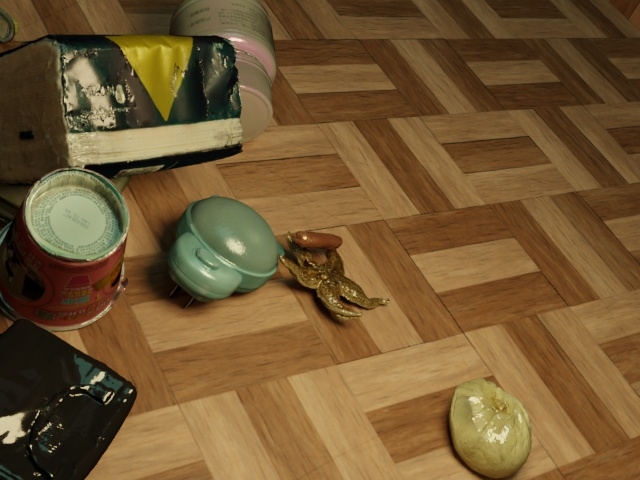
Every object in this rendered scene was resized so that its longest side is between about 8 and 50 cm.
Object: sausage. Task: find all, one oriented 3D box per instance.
[{"bbox_3d":[0.000,0.000,1.898,0.042,0.036,0.158,53,23,20],"label":"sausage"}]

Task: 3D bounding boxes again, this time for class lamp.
[{"bbox_3d":[-0.186,0.016,1.777,0.209,0.147,0.284,38,43,3],"label":"lamp"}]

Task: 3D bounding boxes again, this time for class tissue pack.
[{"bbox_3d":[-0.368,-0.242,1.724,0.264,0.254,0.416,-1,8,41],"label":"tissue pack"}]

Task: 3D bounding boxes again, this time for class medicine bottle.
[{"bbox_3d":[-0.218,-0.391,2.114,0.241,0.241,0.302,7,53,-22],"label":"medicine bottle"}]

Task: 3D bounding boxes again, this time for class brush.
[{"bbox_3d":[-0.782,-0.537,2.113,0.296,0.068,0.060,36,21,13],"label":"brush"}]

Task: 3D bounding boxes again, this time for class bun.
[{"bbox_3d":[0.316,0.340,1.734,0.164,0.111,0.188,14,45,-11],"label":"bun"}]

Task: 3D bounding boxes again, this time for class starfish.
[{"bbox_3d":[0.016,0.068,1.888,0.277,0.062,0.236,20,34,-28],"label":"starfish"}]

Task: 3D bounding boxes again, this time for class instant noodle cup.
[{"bbox_3d":[-0.418,0.007,1.539,0.243,0.255,0.244,9,66,-20],"label":"instant noodle cup"}]

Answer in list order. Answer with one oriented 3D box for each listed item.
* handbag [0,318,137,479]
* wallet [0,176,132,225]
[{"bbox_3d":[-0.438,0.268,1.429,0.244,0.088,0.275,29,37,-1],"label":"handbag"},{"bbox_3d":[-0.491,-0.118,1.810,0.223,0.077,0.310,25,38,-7],"label":"wallet"}]
